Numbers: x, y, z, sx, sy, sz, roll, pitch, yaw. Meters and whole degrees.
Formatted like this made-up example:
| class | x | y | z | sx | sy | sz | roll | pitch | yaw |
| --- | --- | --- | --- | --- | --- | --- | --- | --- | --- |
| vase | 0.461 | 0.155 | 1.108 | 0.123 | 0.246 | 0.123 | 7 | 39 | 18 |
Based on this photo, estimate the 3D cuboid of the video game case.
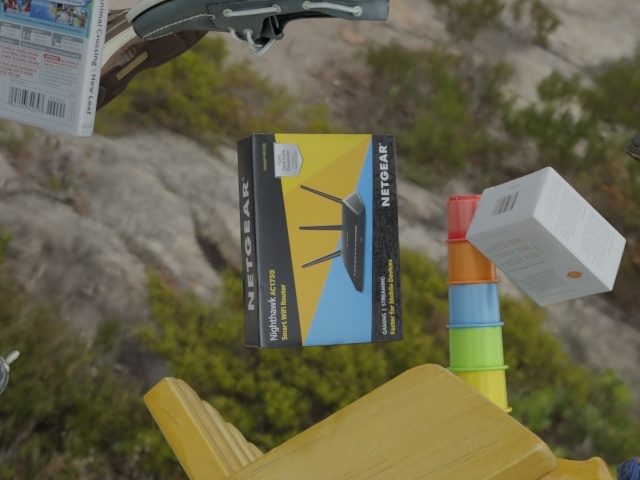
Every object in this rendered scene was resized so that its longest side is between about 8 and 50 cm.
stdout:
| class | x | y | z | sx | sy | sz | roll | pitch | yaw |
| --- | --- | --- | --- | --- | --- | --- | --- | --- | --- |
| video game case | -0.270 | -0.203 | 1.113 | 0.212 | 0.193 | 0.023 | 16 | 13 | 28 |

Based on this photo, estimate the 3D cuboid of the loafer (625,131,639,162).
| class | x | y | z | sx | sy | sz | roll | pitch | yaw |
| --- | --- | --- | --- | --- | --- | --- | --- | --- | --- |
| loafer | 0.274 | -0.061 | 0.966 | 0.050 | 0.056 | 0.148 | 52 | 1 | -14 |

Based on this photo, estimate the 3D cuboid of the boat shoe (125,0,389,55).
| class | x | y | z | sx | sy | sz | roll | pitch | yaw |
| --- | --- | --- | --- | --- | --- | --- | --- | --- | --- |
| boat shoe | -0.071 | -0.257 | 1.455 | 0.319 | 0.099 | 0.116 | -11 | 10 | 21 |

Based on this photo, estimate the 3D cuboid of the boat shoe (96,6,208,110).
| class | x | y | z | sx | sy | sz | roll | pitch | yaw |
| --- | --- | --- | --- | --- | --- | --- | --- | --- | --- |
| boat shoe | -0.241 | -0.267 | 1.655 | 0.257 | 0.095 | 0.095 | -37 | 69 | -21 |

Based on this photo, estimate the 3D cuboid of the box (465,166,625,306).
| class | x | y | z | sx | sy | sz | roll | pitch | yaw |
| --- | --- | --- | --- | --- | --- | --- | --- | --- | --- |
| box | 0.309 | -0.002 | 1.783 | 0.170 | 0.130 | 0.091 | 40 | 55 | -25 |

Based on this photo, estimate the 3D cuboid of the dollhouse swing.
| class | x | y | z | sx | sy | sz | roll | pitch | yaw |
| --- | --- | --- | --- | --- | --- | --- | --- | --- | --- |
| dollhouse swing | 0.076 | 0.203 | 1.029 | 0.347 | 0.315 | 0.305 | 48 | 14 | -38 |

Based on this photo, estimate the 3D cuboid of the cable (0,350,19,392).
| class | x | y | z | sx | sy | sz | roll | pitch | yaw |
| --- | --- | --- | --- | --- | --- | --- | --- | --- | --- |
| cable | -0.507 | 0.229 | 1.690 | 0.139 | 0.072 | 0.287 | 24 | 64 | 26 |

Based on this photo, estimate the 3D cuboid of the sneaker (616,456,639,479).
| class | x | y | z | sx | sy | sz | roll | pitch | yaw |
| --- | --- | --- | --- | --- | --- | --- | --- | --- | --- |
| sneaker | 0.484 | 0.438 | 1.997 | 0.083 | 0.221 | 0.087 | 14 | -8 | -21 |

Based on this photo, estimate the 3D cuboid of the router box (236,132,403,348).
| class | x | y | z | sx | sy | sz | roll | pitch | yaw |
| --- | --- | --- | --- | --- | --- | --- | --- | --- | --- |
| router box | 0.000 | 0.000 | 1.108 | 0.133 | 0.179 | 0.046 | -2 | -2 | -23 |

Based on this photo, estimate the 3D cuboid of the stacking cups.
| class | x | y | z | sx | sy | sz | roll | pitch | yaw |
| --- | --- | --- | --- | --- | --- | --- | --- | --- | --- |
| stacking cups | 0.215 | 0.093 | 1.888 | 0.096 | 0.316 | 0.096 | -5 | -4 | 0 |
